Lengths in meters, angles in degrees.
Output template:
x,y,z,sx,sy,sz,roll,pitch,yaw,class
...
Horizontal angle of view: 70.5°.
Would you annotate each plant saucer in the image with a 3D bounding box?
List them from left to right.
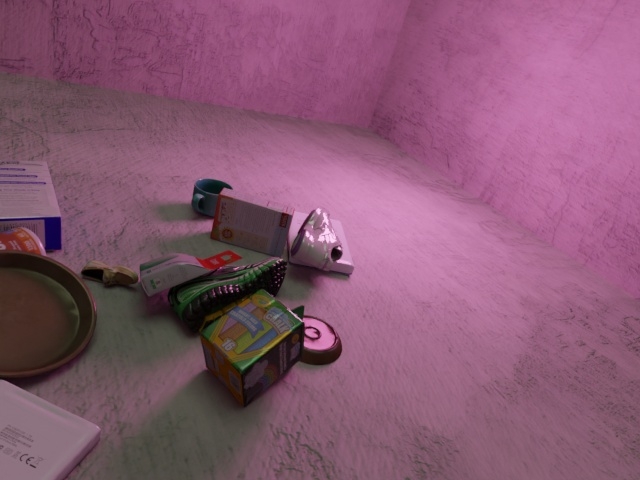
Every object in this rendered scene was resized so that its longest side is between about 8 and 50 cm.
x,y,z,sx,sy,sz,roll,pitch,yaw,class
-0.573,0.136,0.853,0.277,0.041,0.278,30,34,-23,plant saucer
-0.023,0.235,1.114,0.168,0.029,0.168,13,27,-7,plant saucer

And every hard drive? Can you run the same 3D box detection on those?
x,y,z,sx,sy,sz,roll,pitch,yaw,class
-0.492,0.337,0.616,0.202,0.040,0.307,22,27,7,hard drive
-0.010,0.000,1.556,0.210,0.040,0.319,12,27,-12,hard drive

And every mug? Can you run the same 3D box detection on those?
x,y,z,sx,sy,sz,roll,pitch,yaw,class
-0.379,-0.139,1.531,0.157,0.098,0.129,-5,35,-37,mug

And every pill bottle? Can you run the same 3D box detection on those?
x,y,z,sx,sy,sz,roll,pitch,yaw,class
-0.700,0.057,0.933,0.121,0.121,0.216,26,28,16,pill bottle

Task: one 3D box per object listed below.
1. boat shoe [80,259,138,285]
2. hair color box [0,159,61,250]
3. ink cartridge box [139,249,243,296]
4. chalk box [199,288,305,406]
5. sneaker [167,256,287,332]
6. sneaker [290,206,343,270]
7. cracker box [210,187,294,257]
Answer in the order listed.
x,y,z,sx,sy,sz,roll,pitch,yaw,class
-0.506,0.086,1.085,0.135,0.050,0.045,10,29,7,boat shoe
-0.801,-0.097,1.183,0.185,0.110,0.339,-4,36,-35,hair color box
-0.317,0.053,1.091,0.224,0.056,0.181,-24,14,-18,ink cartridge box
-0.119,0.202,0.935,0.132,0.133,0.213,34,49,28,chalk box
-0.218,0.100,1.134,0.146,0.134,0.343,34,31,30,sneaker
0.000,0.000,1.424,0.152,0.114,0.305,30,30,-6,sneaker
-0.211,-0.054,1.408,0.232,0.156,0.067,17,26,-4,cracker box
